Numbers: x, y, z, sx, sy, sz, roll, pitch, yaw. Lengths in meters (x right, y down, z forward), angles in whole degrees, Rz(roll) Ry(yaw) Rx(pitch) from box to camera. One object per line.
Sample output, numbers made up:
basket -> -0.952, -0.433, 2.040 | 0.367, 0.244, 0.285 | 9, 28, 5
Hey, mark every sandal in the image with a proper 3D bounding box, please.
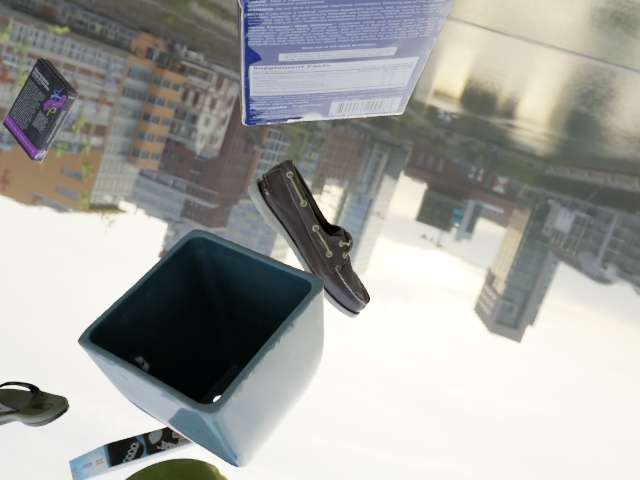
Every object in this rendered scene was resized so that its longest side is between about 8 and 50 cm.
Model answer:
sandal -> -0.718, 0.373, 1.733 | 0.303, 0.086, 0.120 | -6, -154, 26

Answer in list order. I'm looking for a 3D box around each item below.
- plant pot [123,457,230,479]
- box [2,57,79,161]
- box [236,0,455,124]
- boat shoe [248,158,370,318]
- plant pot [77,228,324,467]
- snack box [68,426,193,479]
plant pot -> -0.233, 0.583, 1.280 | 0.275, 0.274, 0.293 | 14, -166, -31
box -> -0.536, -0.250, 1.403 | 0.116, 0.162, 0.029 | 46, -157, 22
box -> 0.011, -0.142, 0.504 | 0.136, 0.036, 0.225 | -5, 168, -7
boat shoe -> 0.000, 0.000, 1.360 | 0.324, 0.097, 0.116 | 53, -165, -9
plant pot -> -0.140, 0.181, 1.060 | 0.247, 0.252, 0.248 | 20, -128, 30
snack box -> -0.413, 0.496, 1.763 | 0.322, 0.060, 0.187 | -5, 160, -45
